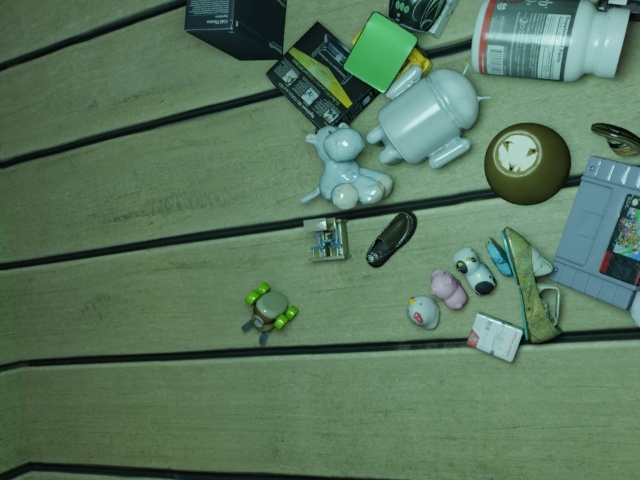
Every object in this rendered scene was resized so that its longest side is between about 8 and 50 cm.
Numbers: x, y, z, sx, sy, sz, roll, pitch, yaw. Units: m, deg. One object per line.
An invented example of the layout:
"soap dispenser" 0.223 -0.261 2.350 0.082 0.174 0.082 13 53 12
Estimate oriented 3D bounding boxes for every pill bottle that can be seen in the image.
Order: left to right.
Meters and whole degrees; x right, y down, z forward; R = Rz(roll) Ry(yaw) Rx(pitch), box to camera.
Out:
"pill bottle" 0.606 -0.535 1.543 0.362 0.210 0.210 13 96 23

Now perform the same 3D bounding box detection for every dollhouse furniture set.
"dollhouse furniture set" 0.000 0.000 1.839 0.129 0.183 0.129 -7 88 24

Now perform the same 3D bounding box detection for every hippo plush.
"hippo plush" 0.085 -0.238 1.761 0.294 0.234 0.237 19 121 61

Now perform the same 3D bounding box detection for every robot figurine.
"robot figurine" 0.309 -0.359 1.684 0.353 0.200 0.300 -33 84 21

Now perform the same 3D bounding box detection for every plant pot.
"plant pot" 0.540 -0.216 1.554 0.237 0.254 0.237 1 91 25

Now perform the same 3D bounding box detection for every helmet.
"helmet" 0.280 -0.696 1.650 0.169 0.169 0.162 36 124 20

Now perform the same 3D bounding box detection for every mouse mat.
"mouse mat" 0.169 -0.533 1.650 0.152 0.007 0.190 30 121 -5

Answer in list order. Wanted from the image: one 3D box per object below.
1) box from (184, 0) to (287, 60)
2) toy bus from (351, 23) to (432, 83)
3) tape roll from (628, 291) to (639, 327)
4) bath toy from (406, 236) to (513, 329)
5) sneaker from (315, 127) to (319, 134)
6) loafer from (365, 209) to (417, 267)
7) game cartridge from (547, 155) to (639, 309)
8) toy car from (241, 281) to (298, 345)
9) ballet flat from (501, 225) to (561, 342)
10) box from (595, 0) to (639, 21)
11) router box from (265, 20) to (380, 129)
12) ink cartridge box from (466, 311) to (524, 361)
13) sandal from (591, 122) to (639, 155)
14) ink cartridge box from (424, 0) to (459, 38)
"box" -0.259 -0.778 1.858 0.179 0.343 0.313 5 92 23
"toy bus" 0.203 -0.567 1.726 0.149 0.211 0.220 -46 75 16
"tape roll" 0.911 0.153 1.490 0.219 0.072 0.219 0 90 25
"bath toy" 0.388 0.135 1.697 0.348 0.129 0.151 -40 75 20
"sneaker" 0.045 -0.329 1.895 0.158 0.061 0.065 43 134 19
"loafer" 0.217 0.000 1.798 0.080 0.078 0.220 40 106 19
"game cartridge" 0.758 -0.023 1.508 0.230 0.068 0.355 28 109 47
"toy car" -0.196 0.268 1.966 0.155 0.149 0.188 39 117 8
"ballet flat" 0.588 0.116 1.587 0.123 0.123 0.349 -12 103 24
"box" 0.904 -0.692 1.478 0.322 0.079 0.257 15 99 23
"router box" 0.012 -0.510 1.852 0.243 0.081 0.309 -43 72 4
"ink cartridge box" 0.509 0.278 1.682 0.135 0.056 0.099 21 100 23
"sandal" 0.818 -0.248 1.532 0.219 0.090 0.060 29 124 14
"ink cartridge box" 0.348 -0.725 1.734 0.115 0.067 0.198 33 104 21
